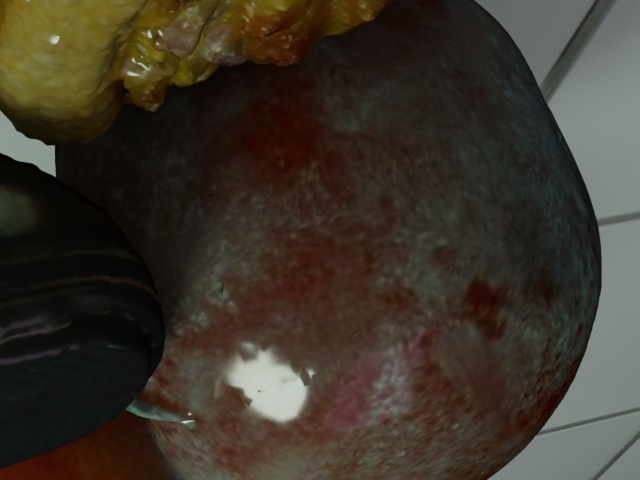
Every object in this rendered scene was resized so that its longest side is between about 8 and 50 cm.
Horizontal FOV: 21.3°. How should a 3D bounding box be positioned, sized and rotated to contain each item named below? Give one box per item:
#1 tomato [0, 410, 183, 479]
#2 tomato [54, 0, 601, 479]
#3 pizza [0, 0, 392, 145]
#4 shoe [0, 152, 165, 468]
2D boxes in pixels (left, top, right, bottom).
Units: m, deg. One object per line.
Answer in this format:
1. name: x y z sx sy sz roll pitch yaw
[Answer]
1. tomato: -0.100 0.158 1.148 0.341 0.341 0.273 -2 158 -37
2. tomato: 0.000 0.000 0.916 0.283 0.316 0.316 -25 155 8
3. pizza: 0.014 -0.156 0.688 0.409 0.114 0.278 -28 177 28
4. shoe: -0.266 -0.006 0.781 0.384 0.237 0.171 -8 154 3
